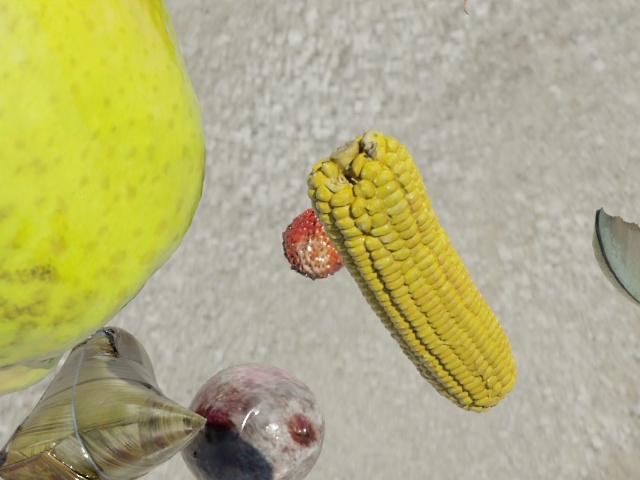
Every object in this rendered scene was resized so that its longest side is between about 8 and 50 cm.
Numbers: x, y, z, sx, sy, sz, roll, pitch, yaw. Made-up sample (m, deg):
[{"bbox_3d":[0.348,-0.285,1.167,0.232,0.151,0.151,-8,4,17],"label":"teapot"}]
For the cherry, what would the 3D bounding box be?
[{"bbox_3d":[-0.081,0.249,2.015,0.195,0.195,0.195,0,113,1],"label":"cherry"}]

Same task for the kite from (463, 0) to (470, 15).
[{"bbox_3d":[0.167,-0.405,1.619,0.016,0.321,0.234,5,156,-10],"label":"kite"}]

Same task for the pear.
[{"bbox_3d":[-0.243,-0.080,0.902,0.391,0.391,0.391,0,113,1],"label":"pear"}]

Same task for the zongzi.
[{"bbox_3d":[-0.212,0.187,1.844,0.300,0.286,0.138,-24,112,30],"label":"zongzi"}]

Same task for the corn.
[{"bbox_3d":[0.087,0.040,1.378,0.102,0.102,0.313,-25,116,11],"label":"corn"}]

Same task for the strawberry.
[{"bbox_3d":[0.000,0.000,1.753,0.083,0.083,0.096,38,107,-14],"label":"strawberry"}]

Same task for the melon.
[{"bbox_3d":[0.384,0.029,1.873,0.182,0.054,0.098,21,93,-31],"label":"melon"}]
